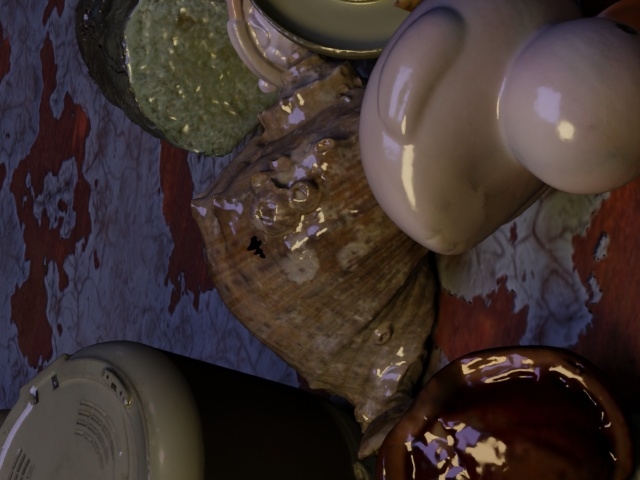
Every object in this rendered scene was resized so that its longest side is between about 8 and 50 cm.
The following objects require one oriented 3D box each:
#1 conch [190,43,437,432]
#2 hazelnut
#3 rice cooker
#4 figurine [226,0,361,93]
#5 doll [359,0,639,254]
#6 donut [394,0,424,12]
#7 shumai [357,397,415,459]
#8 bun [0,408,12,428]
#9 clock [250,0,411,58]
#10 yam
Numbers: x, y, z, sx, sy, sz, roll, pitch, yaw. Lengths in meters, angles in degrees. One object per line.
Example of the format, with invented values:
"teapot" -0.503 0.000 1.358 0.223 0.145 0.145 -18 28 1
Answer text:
"conch" -0.016 -0.002 1.759 0.297 0.210 0.352 -176 89 -65
"hazelnut" 0.141 0.175 1.495 0.201 0.170 0.160 -51 -8 -12
"rice cooker" -0.124 0.272 1.807 0.335 0.325 0.335 -21 61 43
"figurine" 0.001 -0.243 1.798 0.236 0.163 0.141 -65 28 4
"doll" 0.158 -0.091 1.481 0.251 0.221 0.221 -49 36 0
"donut" 0.134 -0.313 1.581 0.112 0.151 0.295 -26 56 45
"shumai" 0.104 0.188 1.647 0.145 0.146 0.116 -29 85 57
"bun" -0.389 0.392 2.377 0.326 0.235 0.362 -4 92 55
"clock" 0.035 -0.276 1.696 0.029 0.235 0.235 33 -126 -75
"yam" -0.147 -0.214 2.018 0.202 0.201 0.271 -46 17 -4
